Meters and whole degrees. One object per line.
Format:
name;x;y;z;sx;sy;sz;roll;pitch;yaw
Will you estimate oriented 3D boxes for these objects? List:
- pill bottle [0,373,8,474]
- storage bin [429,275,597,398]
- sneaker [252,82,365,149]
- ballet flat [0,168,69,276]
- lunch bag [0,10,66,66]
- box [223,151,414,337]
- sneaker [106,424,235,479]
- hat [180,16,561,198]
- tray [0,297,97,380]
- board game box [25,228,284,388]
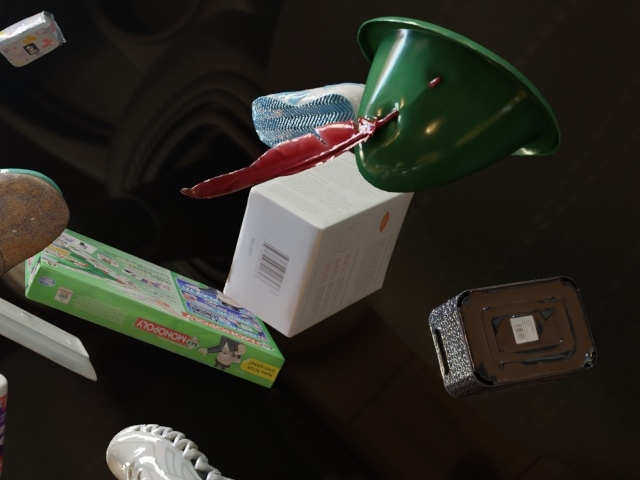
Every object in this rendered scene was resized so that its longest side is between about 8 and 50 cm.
pill bottle;-0.488;0.279;1.646;0.108;0.108;0.193;14;104;29
storage bin;0.242;0.122;1.520;0.084;0.180;0.122;140;121;-63
sneaker;-0.010;-0.189;1.817;0.229;0.092;0.087;2;109;43
ballet flat;-0.358;0.023;1.021;0.316;0.107;0.106;-12;42;21
lunch bag;-0.368;-0.255;1.525;0.071;0.083;0.053;-26;95;1
box;0.000;0.000;1.223;0.091;0.170;0.130;31;121;24
sneaker;-0.183;0.325;1.517;0.292;0.118;0.110;23;124;37
hat;0.051;-0.049;0.917;0.183;0.173;0.208;-56;32;-11
tray;-0.514;0.156;2.127;0.030;0.270;0.145;-56;29;1
board game box;-0.213;0.076;1.512;0.046;0.317;0.213;-63;19;9
